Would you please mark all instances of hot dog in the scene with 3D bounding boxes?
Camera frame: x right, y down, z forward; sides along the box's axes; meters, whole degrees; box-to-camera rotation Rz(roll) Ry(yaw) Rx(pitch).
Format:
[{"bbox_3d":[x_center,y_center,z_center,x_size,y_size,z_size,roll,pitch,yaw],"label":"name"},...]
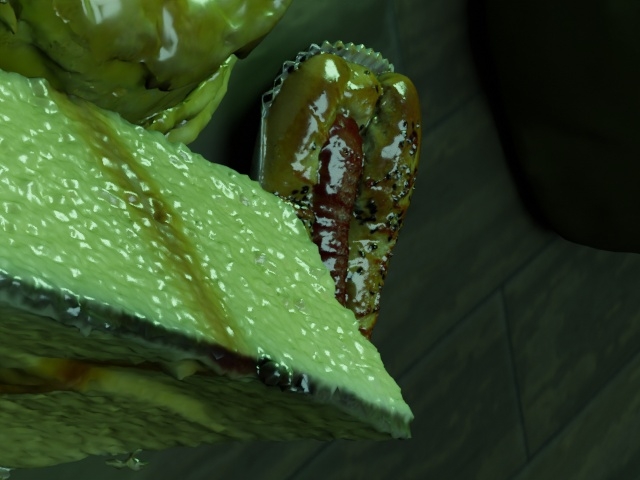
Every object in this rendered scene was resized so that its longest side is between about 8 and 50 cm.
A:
[{"bbox_3d":[0.000,0.000,0.917,0.108,0.059,0.191,5,96,-49],"label":"hot dog"}]

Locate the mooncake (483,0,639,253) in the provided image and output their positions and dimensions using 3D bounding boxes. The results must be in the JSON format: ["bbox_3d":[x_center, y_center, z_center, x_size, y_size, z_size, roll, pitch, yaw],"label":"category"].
[{"bbox_3d":[0.262,-0.163,1.103,0.378,0.201,0.378,-15,109,-50],"label":"mooncake"}]

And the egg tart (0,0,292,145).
[{"bbox_3d":[-0.086,-0.147,0.711,0.294,0.123,0.294,-14,108,-51],"label":"egg tart"}]

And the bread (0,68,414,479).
[{"bbox_3d":[-0.114,0.049,0.660,0.178,0.135,0.240,-44,144,18],"label":"bread"}]
